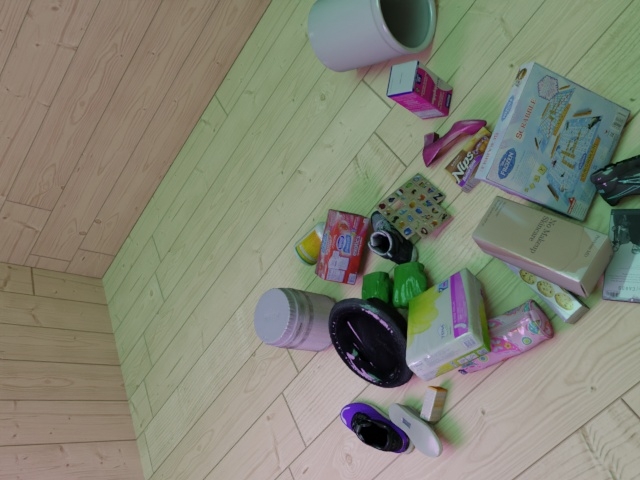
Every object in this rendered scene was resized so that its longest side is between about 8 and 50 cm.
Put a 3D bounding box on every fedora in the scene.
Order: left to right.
[{"bbox_3d":[0.186,0.307,1.702,0.334,0.153,0.333,19,125,30],"label":"fedora"}]

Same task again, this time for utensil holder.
[{"bbox_3d":[0.186,-0.830,1.994,0.386,0.328,0.327,1,78,48],"label":"utensil holder"}]

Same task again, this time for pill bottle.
[{"bbox_3d":[0.000,0.000,2.069,0.208,0.118,0.117,-42,51,29],"label":"pill bottle"}]

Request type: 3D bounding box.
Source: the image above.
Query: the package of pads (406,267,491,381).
[{"bbox_3d":[0.357,0.239,1.510,0.229,0.101,0.296,-37,20,29],"label":"package of pads"}]

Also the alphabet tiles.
[{"bbox_3d":[0.326,-0.110,1.786,0.198,0.009,0.237,-38,49,-1],"label":"alphabet tiles"}]

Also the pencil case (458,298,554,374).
[{"bbox_3d":[0.498,0.273,1.467,0.284,0.124,0.124,-34,55,33],"label":"pencil case"}]

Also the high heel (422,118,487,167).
[{"bbox_3d":[0.442,-0.323,1.742,0.244,0.082,0.117,-9,75,42],"label":"high heel"}]

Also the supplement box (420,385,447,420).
[{"bbox_3d":[0.344,0.495,1.596,0.036,0.062,0.098,12,86,46],"label":"supplement box"}]

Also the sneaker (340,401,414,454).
[{"bbox_3d":[0.151,0.599,1.700,0.294,0.146,0.102,9,84,47],"label":"sneaker"}]

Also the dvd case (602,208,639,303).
[{"bbox_3d":[0.803,0.037,1.291,0.179,0.030,0.238,2,80,46],"label":"dvd case"}]

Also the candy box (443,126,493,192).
[{"bbox_3d":[0.497,-0.257,1.684,0.186,0.053,0.109,-48,48,23],"label":"candy box"}]

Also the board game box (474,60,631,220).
[{"bbox_3d":[0.610,-0.253,1.381,0.066,0.318,0.318,-141,72,-75],"label":"board game box"}]

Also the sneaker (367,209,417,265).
[{"bbox_3d":[0.221,-0.025,1.821,0.101,0.153,0.268,-50,48,23],"label":"sneaker"}]

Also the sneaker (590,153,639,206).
[{"bbox_3d":[0.827,-0.176,1.307,0.268,0.101,0.106,-25,90,31],"label":"sneaker"}]

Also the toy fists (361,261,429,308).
[{"bbox_3d":[0.249,0.173,1.776,0.279,0.096,0.142,-19,57,43],"label":"toy fists"}]

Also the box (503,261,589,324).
[{"bbox_3d":[0.596,0.096,1.460,0.067,0.063,0.324,-51,47,19],"label":"box"}]

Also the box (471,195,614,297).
[{"bbox_3d":[0.580,0.011,1.384,0.311,0.121,0.147,28,83,42],"label":"box"}]

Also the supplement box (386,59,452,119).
[{"bbox_3d":[0.343,-0.511,1.801,0.114,0.220,0.111,4,81,45],"label":"supplement box"}]

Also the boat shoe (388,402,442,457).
[{"bbox_3d":[0.304,0.570,1.599,0.227,0.081,0.079,33,110,54],"label":"boat shoe"}]

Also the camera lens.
[{"bbox_3d":[-0.078,0.293,1.940,0.220,0.274,0.219,-17,65,42],"label":"camera lens"}]

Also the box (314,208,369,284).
[{"bbox_3d":[0.077,0.022,1.930,0.123,0.128,0.256,-153,74,-70],"label":"box"}]
